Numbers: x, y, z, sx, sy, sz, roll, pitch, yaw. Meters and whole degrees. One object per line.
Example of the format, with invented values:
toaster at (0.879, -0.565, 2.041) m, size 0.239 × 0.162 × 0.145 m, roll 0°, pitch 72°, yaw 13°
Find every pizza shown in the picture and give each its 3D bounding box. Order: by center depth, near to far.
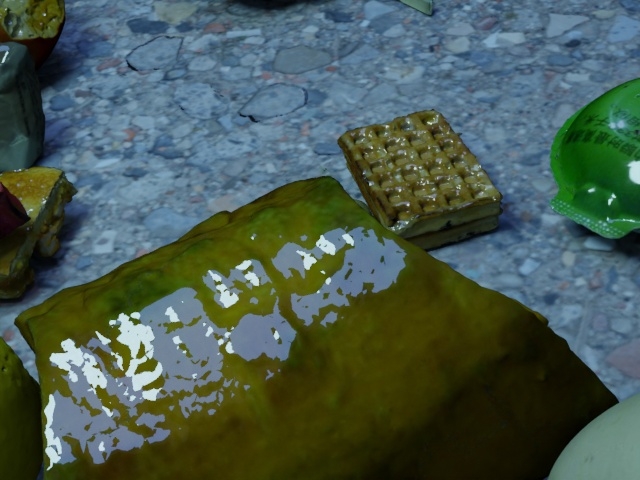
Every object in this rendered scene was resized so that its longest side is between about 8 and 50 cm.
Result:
pizza at (-0.284, 0.004, 1.190) m, size 0.175 × 0.046 × 0.134 m, roll -20°, pitch 45°, yaw -5°

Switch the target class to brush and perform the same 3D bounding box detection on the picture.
brush at (0.088, -0.254, 1.459) m, size 0.013 × 0.016 × 0.084 m, roll -22°, pitch 39°, yaw -36°

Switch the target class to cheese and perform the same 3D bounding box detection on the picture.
cheese at (0.323, -0.096, 1.165) m, size 0.320 × 0.083 × 0.204 m, roll -34°, pitch 43°, yaw -24°

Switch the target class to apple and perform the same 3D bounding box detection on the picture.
apple at (-0.345, -0.216, 1.402) m, size 0.156 × 0.147 × 0.158 m, roll 36°, pitch 59°, yaw 2°

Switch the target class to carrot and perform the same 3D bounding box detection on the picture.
carrot at (-0.016, 0.091, 0.878) m, size 0.341 × 0.241 × 0.241 m, roll -24°, pitch 41°, yaw -15°

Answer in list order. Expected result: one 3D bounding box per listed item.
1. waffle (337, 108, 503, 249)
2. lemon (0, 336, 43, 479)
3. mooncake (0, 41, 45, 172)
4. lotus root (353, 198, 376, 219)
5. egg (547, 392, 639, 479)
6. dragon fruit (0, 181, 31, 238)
waffle at (0.083, -0.051, 1.189) m, size 0.102 × 0.042 × 0.148 m, roll -15°, pitch 39°, yaw -10°
lemon at (-0.312, 0.131, 0.899) m, size 0.240 × 0.240 × 0.219 m, roll 22°, pitch 63°, yaw 33°
mooncake at (-0.319, -0.134, 1.306) m, size 0.130 × 0.125 × 0.073 m, roll 10°, pitch 38°, yaw 17°
lotus root at (0.000, 0.000, 1.135) m, size 0.099 × 0.054 × 0.049 m, roll -21°, pitch 20°, yaw -16°
egg at (0.248, 0.161, 0.780) m, size 0.254 × 0.188 × 0.188 m, roll 6°, pitch 41°, yaw 26°
dragon fruit at (-0.385, -0.014, 1.118) m, size 0.262 × 0.163 × 0.189 m, roll -33°, pitch 31°, yaw -1°
